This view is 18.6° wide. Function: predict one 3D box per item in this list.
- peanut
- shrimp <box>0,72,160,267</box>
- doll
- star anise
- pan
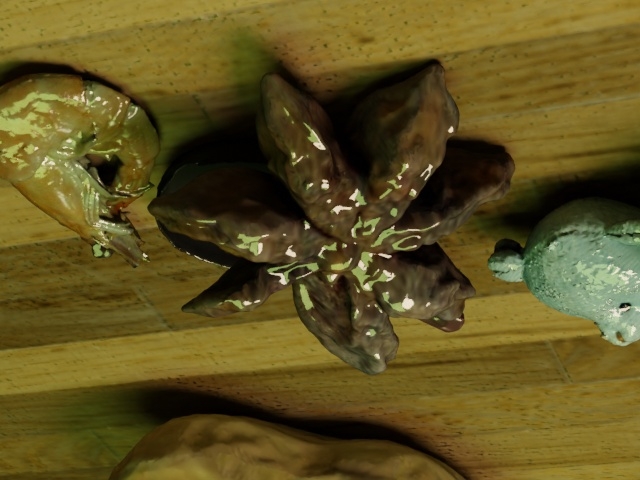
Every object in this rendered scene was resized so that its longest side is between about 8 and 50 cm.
[{"bbox_3d":[-0.003,0.206,1.423,0.313,0.152,0.152,17,146,-11],"label":"peanut"},{"bbox_3d":[-0.137,-0.043,1.159,0.099,0.041,0.180,-18,142,8],"label":"shrimp"},{"bbox_3d":[0.193,0.036,1.181,0.120,0.075,0.180,-17,141,41],"label":"doll"},{"bbox_3d":[0.020,-0.017,1.098,0.212,0.073,0.197,22,114,-29],"label":"star anise"},{"bbox_3d":[0.001,-0.002,1.185,0.212,0.040,0.115,26,142,-19],"label":"pan"}]
